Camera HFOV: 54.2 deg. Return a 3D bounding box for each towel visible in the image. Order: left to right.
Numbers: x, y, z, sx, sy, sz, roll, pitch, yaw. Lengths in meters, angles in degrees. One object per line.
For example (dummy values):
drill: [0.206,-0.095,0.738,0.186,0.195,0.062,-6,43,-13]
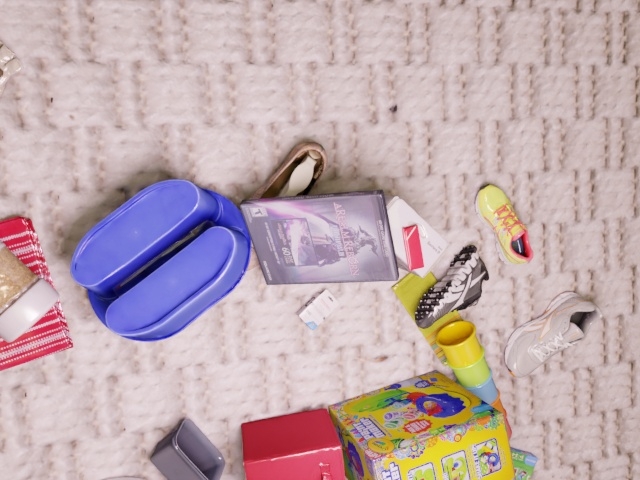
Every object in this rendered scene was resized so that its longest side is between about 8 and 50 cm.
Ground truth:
towel: [-0.606,0.108,1.181,0.198,0.031,0.275,-17,100,-13]
towel: [0.264,0.172,1.439,0.102,0.021,0.237,-37,104,-10]

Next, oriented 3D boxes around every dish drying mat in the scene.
dish drying mat: [0.176,0.014,1.184,0.032,0.008,0.084,-13,101,-12]

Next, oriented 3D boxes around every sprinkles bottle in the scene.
sprinkles bottle: [-0.627,0.016,1.087,0.121,0.121,0.355,-44,105,-8]

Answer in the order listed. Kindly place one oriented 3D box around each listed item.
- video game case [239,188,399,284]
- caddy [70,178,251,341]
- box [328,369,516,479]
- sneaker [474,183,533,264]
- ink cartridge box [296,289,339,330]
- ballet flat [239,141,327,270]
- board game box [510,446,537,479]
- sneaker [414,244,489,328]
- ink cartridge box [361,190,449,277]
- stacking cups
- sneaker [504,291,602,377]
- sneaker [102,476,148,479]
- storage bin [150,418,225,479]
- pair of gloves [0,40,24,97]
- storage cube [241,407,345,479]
video game case: [0.000,0.000,1.190,0.274,0.026,0.196,-3,125,19]
caddy: [-0.295,0.039,1.189,0.341,0.179,0.241,-37,82,-5]
box: [0.201,0.432,1.307,0.278,0.290,0.177,-15,99,-15]
sneaker: [0.429,-0.036,1.427,0.081,0.094,0.209,-33,102,-9]
ink cartridge box: [-0.005,0.148,1.355,0.083,0.028,0.048,-43,105,-8]
ballet flat: [-0.090,-0.071,1.270,0.107,0.106,0.316,33,87,-16]
board game box: [0.419,0.602,1.517,0.160,0.039,0.212,20,91,-17]
sneaker: [0.304,0.124,1.394,0.106,0.078,0.234,49,65,-13]
ink cartridge box: [0.146,-0.018,1.286,0.154,0.212,0.093,40,84,-16]
stacking cups: [0.363,0.339,1.431,0.096,0.096,0.316,-30,108,-11]
sneaker: [0.548,0.225,1.472,0.262,0.121,0.099,-44,104,-8]
sneaker: [-0.324,0.586,1.267,0.292,0.108,0.169,11,122,6]
storage bin: [-0.276,0.446,1.284,0.091,0.098,0.135,-31,105,18]
pair of gloves: [-0.682,-0.330,1.110,0.204,0.042,0.240,-45,104,-7]
storage cube: [-0.056,0.479,1.285,0.193,0.215,0.184,-8,98,-8]
